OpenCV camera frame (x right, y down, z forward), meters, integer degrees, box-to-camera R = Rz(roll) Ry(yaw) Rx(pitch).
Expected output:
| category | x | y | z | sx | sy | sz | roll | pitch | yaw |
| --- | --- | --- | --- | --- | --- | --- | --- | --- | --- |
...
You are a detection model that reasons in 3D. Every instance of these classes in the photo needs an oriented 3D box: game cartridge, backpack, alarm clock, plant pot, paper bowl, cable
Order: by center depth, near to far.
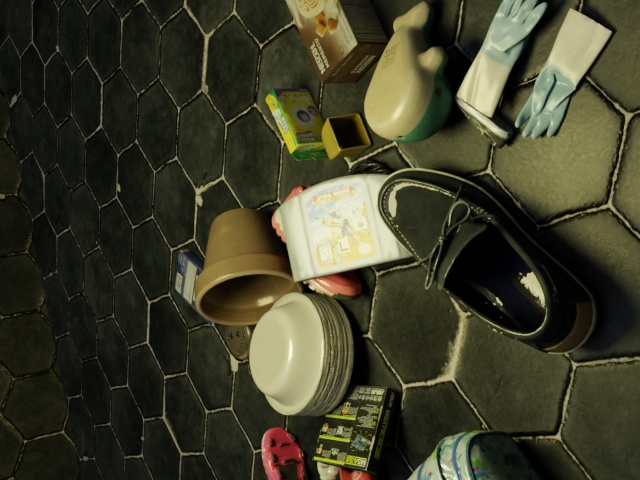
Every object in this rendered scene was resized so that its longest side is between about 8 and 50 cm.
| category | x | y | z | sx | sy | sz | roll | pitch | yaw |
| --- | --- | --- | --- | --- | --- | --- | --- | --- | --- |
| backpack | 0.309 | 0.516 | 1.471 | 0.355 | 0.290 | 0.273 | 45 | 121 | 46 |
| game cartridge | 0.051 | -0.033 | 1.740 | 0.297 | 0.062 | 0.198 | -14 | 89 | 31 |
| cable | 0.097 | -0.100 | 1.776 | 0.184 | 0.047 | 0.150 | 35 | 122 | 43 |
| plant pot | 0.047 | -0.217 | 1.795 | 0.083 | 0.081 | 0.081 | -46 | 60 | 59 |
| paper bowl | -0.059 | 0.261 | 1.910 | 0.284 | 0.148 | 0.284 | -22 | 63 | 53 |
| plant pot | -0.184 | 0.050 | 2.025 | 0.263 | 0.263 | 0.229 | -47 | 43 | 45 |
| alarm clock | -0.200 | 0.272 | 2.210 | 0.129 | 0.064 | 0.192 | -19 | 85 | 51 |

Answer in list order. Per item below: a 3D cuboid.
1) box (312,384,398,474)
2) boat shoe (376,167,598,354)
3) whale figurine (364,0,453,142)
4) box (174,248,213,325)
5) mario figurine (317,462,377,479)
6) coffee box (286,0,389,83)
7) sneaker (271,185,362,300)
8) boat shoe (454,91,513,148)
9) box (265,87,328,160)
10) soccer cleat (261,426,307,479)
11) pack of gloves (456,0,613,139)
| category | x | y | z | sx | sy | sz | roll | pitch | yaw |
| --- | --- | --- | --- | --- | --- | --- | --- | --- | --- |
| box | 0.076 | 0.414 | 1.834 | 0.191 | 0.045 | 0.184 | -10 | 60 | 51 |
| boat shoe | 0.265 | 0.017 | 1.475 | 0.500 | 0.156 | 0.186 | 44 | 114 | 36 |
| whale figurine | 0.185 | -0.315 | 1.586 | 0.216 | 0.141 | 0.271 | -20 | 57 | 56 |
| box | -0.347 | 0.136 | 2.384 | 0.225 | 0.037 | 0.136 | 38 | 125 | 43 |
| mario figurine | -0.001 | 0.616 | 1.877 | 0.320 | 0.170 | 0.198 | -47 | 68 | 19 |
| coffee box | 0.030 | -0.472 | 1.748 | 0.141 | 0.098 | 0.246 | -40 | 66 | 47 |
| sneaker | -0.001 | 0.000 | 1.864 | 0.314 | 0.116 | 0.136 | 53 | 131 | 30 |
| boat shoe | 0.291 | -0.221 | 1.511 | 0.142 | 0.049 | 0.040 | 49 | 132 | 32 |
| box | -0.044 | -0.263 | 1.875 | 0.043 | 0.105 | 0.179 | -43 | 64 | 47 |
| soccer cleat | -0.081 | 0.641 | 2.081 | 0.143 | 0.116 | 0.331 | -47 | 61 | 43 |
| pack of gloves | 0.366 | -0.302 | 1.419 | 0.195 | 0.046 | 0.232 | 39 | 126 | 23 |
